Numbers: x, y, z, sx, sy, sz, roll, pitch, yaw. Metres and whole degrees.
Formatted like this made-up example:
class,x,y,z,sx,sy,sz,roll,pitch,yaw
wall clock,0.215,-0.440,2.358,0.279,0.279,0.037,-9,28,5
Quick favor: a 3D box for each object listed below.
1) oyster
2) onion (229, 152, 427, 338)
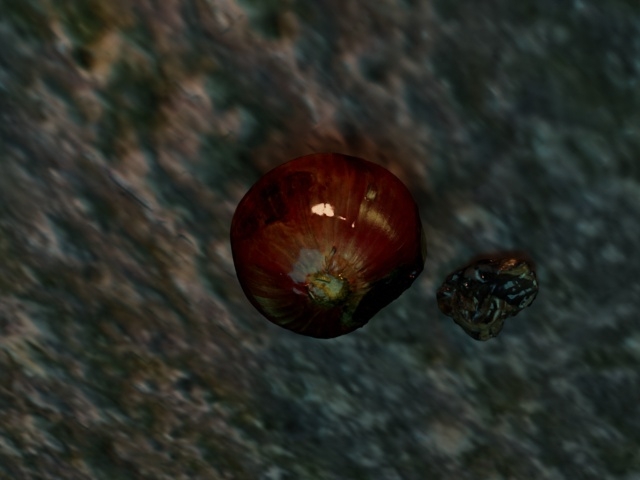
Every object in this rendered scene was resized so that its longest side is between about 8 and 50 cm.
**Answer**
class,x,y,z,sx,sy,sz,roll,pitch,yaw
oyster,0.110,0.036,0.747,0.054,0.019,0.083,32,131,-11
onion,0.000,0.000,0.696,0.118,0.118,0.117,35,97,-14
